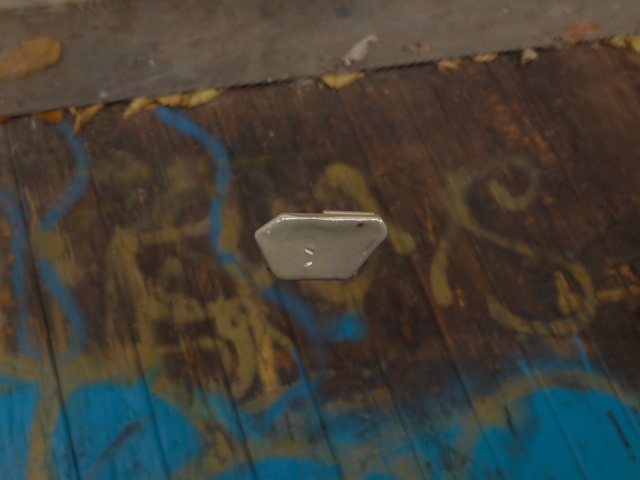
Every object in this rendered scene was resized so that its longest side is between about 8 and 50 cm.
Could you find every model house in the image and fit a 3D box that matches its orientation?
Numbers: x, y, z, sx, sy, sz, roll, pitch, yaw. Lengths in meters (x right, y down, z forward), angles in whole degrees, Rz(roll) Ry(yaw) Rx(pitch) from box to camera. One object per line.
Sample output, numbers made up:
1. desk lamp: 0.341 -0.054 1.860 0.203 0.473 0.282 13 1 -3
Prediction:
1. model house: 0.000 0.007 1.843 0.229 0.122 0.188 -2 -178 0
